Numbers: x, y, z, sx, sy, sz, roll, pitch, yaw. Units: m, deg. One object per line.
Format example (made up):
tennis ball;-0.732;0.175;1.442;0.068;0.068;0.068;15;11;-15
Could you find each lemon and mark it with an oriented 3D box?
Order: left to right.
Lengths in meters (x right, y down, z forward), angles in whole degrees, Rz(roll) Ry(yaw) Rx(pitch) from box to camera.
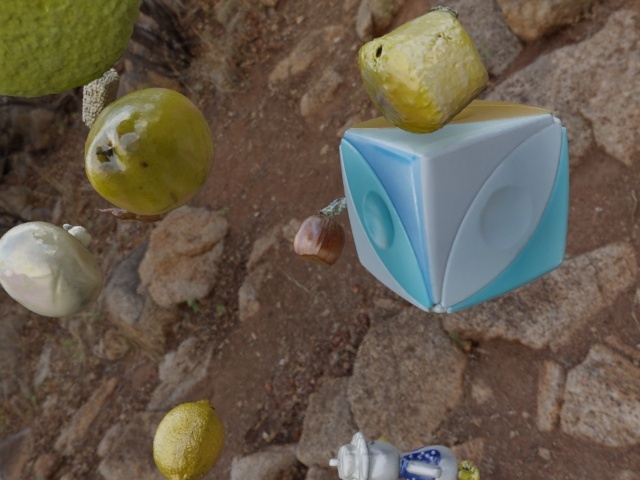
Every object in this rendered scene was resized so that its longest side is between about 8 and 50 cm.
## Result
lemon;-0.356;0.549;1.743;0.188;0.188;0.256;-23;36;34

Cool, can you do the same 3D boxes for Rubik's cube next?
Rubik's cube;0.270;-0.089;1.324;0.352;0.351;0.347;-15;22;-21

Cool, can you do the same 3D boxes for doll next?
doll;0.160;0.439;1.242;0.138;0.293;0.119;142;134;-76

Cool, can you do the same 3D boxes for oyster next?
oyster;0.043;-0.086;1.640;0.098;0.037;0.100;-30;9;-5

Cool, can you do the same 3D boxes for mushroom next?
mushroom;-0.597;0.051;1.430;0.246;0.246;0.202;-14;38;44

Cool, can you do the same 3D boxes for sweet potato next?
sweet potato;-0.594;-0.086;2.009;0.056;0.195;0.056;-177;90;-71

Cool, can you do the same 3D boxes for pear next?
pear;-0.374;-0.200;1.369;0.285;0.285;0.336;-49;-13;-12

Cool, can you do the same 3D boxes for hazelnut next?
hazelnut;0.000;0.000;1.906;0.150;0.150;0.150;-32;29;20

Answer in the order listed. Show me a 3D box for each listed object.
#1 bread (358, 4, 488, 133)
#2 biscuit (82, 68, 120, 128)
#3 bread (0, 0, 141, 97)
bread;0.166;-0.277;1.062;0.171;0.197;0.197;-37;26;-5
biscuit;-0.535;-0.349;1.555;0.082;0.070;0.168;-50;-8;-46
bread;-0.505;-0.441;1.074;0.348;0.348;0.307;-41;46;3
